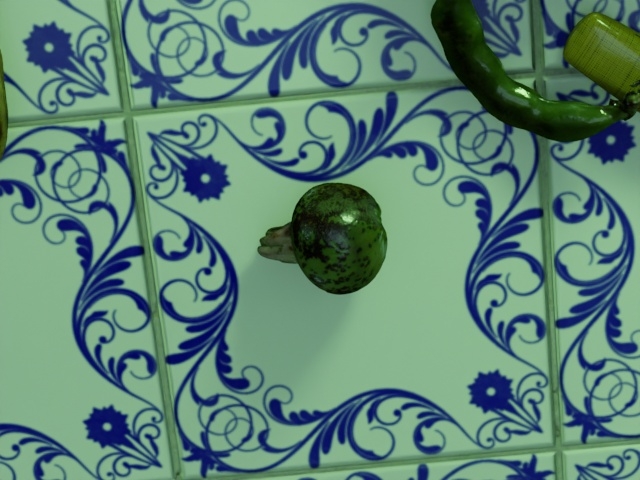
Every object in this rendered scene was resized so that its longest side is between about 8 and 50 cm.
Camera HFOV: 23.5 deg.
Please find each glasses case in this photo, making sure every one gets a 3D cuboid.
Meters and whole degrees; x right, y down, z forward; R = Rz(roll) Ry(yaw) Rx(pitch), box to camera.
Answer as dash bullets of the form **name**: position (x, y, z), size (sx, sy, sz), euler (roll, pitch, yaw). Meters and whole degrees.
- **glasses case**: position (0.397, -0.189, 1.826), size (0.234, 0.064, 0.079), euler (29, 121, -8)

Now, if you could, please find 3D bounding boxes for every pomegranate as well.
- **pomegranate**: position (0.009, -0.007, 1.871), size (0.125, 0.163, 0.138), euler (-41, 126, -27)

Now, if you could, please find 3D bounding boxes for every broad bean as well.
- **broad bean**: position (0.232, -0.202, 1.810), size (0.292, 0.049, 0.144), euler (31, 131, -4)

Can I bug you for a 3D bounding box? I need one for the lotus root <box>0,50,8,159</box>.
- **lotus root**: position (-0.427, -0.193, 1.807), size (0.110, 0.097, 0.258), euler (-4, 104, 4)
